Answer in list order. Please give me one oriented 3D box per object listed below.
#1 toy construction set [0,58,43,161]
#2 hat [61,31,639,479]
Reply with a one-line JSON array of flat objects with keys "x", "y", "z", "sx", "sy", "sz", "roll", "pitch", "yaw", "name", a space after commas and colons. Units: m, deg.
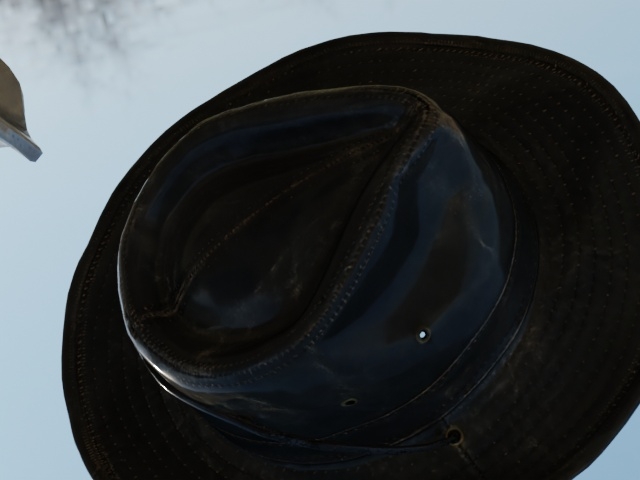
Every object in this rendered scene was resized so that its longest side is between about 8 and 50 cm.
[{"x": -0.114, "y": -0.153, "z": 0.348, "sx": 0.257, "sy": 0.309, "sz": 0.237, "roll": -30, "pitch": -153, "yaw": -11, "name": "toy construction set"}, {"x": 0.000, "y": 0.000, "z": 0.891, "sx": 0.331, "sy": 0.134, "sz": 0.331, "roll": -10, "pitch": -120, "yaw": 17, "name": "hat"}]
